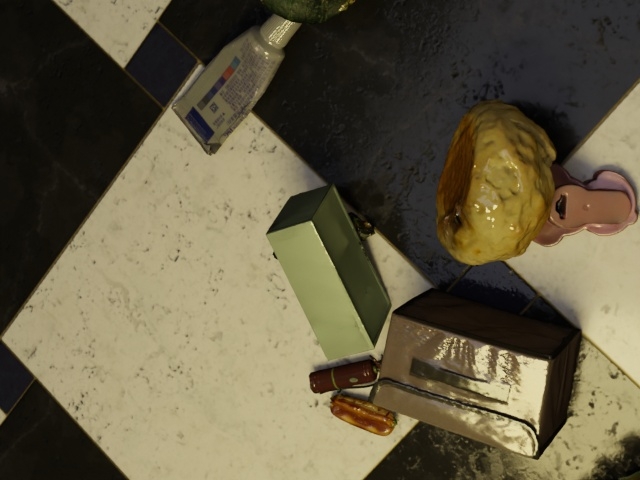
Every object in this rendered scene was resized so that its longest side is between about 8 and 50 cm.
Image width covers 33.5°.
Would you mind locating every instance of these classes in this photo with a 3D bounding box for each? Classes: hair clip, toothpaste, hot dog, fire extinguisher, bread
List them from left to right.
[{"bbox_3d":[-0.127,-0.263,1.698,0.282,0.068,0.099,-45,49,30],"label":"toothpaste"},{"bbox_3d":[0.046,0.215,1.690,0.132,0.039,0.056,-15,113,23],"label":"fire extinguisher"},{"bbox_3d":[0.068,0.274,1.694,0.122,0.037,0.049,21,116,24],"label":"hot dog"},{"bbox_3d":[0.246,-0.074,1.480,0.134,0.244,0.244,10,102,-9],"label":"bread"},{"bbox_3d":[0.372,-0.052,1.528,0.138,0.102,0.123,-4,98,-10],"label":"hair clip"}]

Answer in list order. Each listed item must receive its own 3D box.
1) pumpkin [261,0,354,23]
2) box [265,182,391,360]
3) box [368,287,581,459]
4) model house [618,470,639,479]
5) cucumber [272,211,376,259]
[{"bbox_3d":[-0.023,-0.412,1.574,0.190,0.146,0.190,3,80,-15],"label":"pumpkin"},{"bbox_3d":[0.014,0.047,1.595,0.086,0.129,0.225,-16,111,24],"label":"box"},{"bbox_3d":[0.229,0.182,1.536,0.252,0.188,0.153,16,105,23],"label":"box"},{"bbox_3d":[0.466,0.496,1.489,0.313,0.242,0.358,2,99,39],"label":"model house"},{"bbox_3d":[0.000,0.000,1.681,0.181,0.053,0.053,-20,88,26],"label":"cucumber"}]
